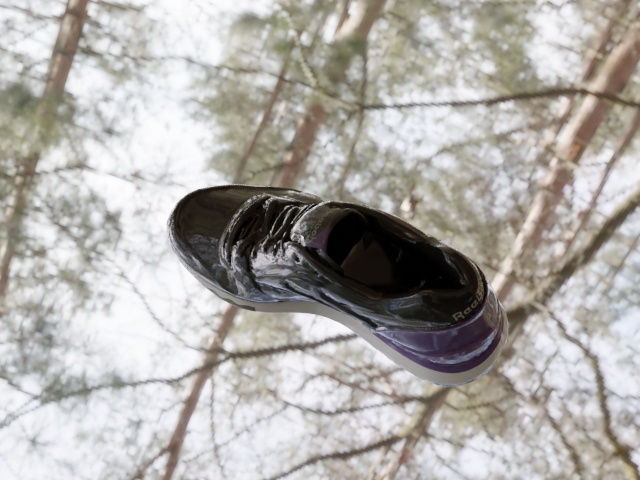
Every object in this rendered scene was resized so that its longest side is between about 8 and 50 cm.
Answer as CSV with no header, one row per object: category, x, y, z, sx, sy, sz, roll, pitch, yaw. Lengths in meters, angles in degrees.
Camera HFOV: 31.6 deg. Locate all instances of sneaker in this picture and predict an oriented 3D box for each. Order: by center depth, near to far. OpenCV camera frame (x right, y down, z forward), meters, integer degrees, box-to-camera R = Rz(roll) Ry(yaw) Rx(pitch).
sneaker,0.000,0.000,0.819,0.283,0.107,0.124,19,159,25
